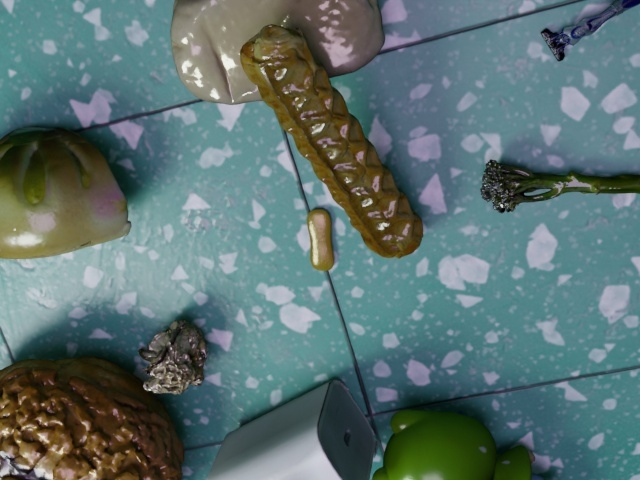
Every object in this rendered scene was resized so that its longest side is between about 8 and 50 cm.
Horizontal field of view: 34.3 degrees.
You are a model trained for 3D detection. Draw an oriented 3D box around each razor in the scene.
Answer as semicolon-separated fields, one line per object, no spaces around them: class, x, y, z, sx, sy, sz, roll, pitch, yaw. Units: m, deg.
razor;0.340;-0.268;1.229;0.154;0.028;0.044;-30;103;19

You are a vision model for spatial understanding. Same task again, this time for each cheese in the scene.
cheese;-0.058;-0.260;1.255;0.263;0.093;0.159;-15;116;13

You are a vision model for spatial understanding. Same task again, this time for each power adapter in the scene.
power adapter;-0.064;0.320;1.435;0.255;0.187;0.124;-28;103;18

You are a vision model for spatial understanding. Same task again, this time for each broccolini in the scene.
broccolini;0.310;-0.064;1.297;0.216;0.058;0.067;4;109;7

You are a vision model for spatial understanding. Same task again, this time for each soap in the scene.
soap;0.000;0.000;1.394;0.034;0.012;0.089;-2;110;10

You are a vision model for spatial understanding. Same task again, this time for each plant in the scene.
plant;-0.221;0.161;1.447;0.122;0.116;0.104;1;98;30

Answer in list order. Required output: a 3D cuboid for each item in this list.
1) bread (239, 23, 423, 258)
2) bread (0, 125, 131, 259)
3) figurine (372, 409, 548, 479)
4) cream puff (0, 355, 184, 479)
bread;0.021;-0.109;1.259;0.084;0.077;0.367;-25;127;17
bread;-0.376;-0.055;1.355;0.260;0.156;0.158;-6;112;10
figurine;0.204;0.325;1.425;0.263;0.143;0.162;21;85;-9
cream puff;-0.362;0.331;1.464;0.327;0.231;0.343;-17;107;11
